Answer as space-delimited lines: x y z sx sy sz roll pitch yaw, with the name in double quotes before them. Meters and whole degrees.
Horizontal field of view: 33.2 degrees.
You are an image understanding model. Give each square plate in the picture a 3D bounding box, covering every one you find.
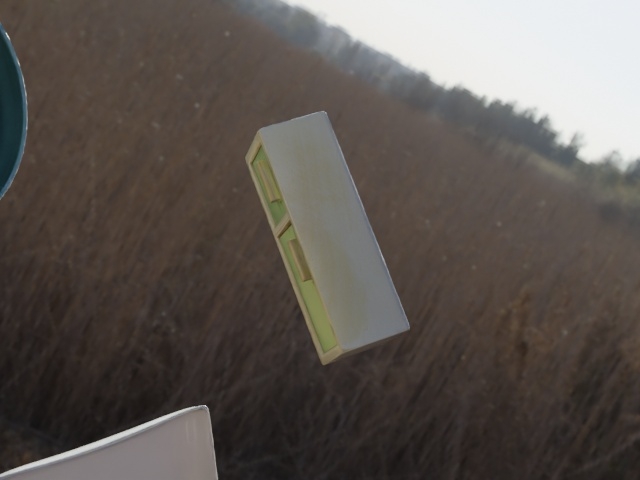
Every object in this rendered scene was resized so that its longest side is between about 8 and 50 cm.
"square plate" -0.328 0.423 1.691 0.347 0.344 0.049 -18 40 -19

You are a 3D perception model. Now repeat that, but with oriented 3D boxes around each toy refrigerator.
"toy refrigerator" 0.000 0.000 1.238 0.102 0.094 0.269 133 -62 -70

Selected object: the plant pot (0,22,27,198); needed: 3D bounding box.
"plant pot" -0.463 -0.127 1.037 0.196 0.293 0.293 -12 -20 36
